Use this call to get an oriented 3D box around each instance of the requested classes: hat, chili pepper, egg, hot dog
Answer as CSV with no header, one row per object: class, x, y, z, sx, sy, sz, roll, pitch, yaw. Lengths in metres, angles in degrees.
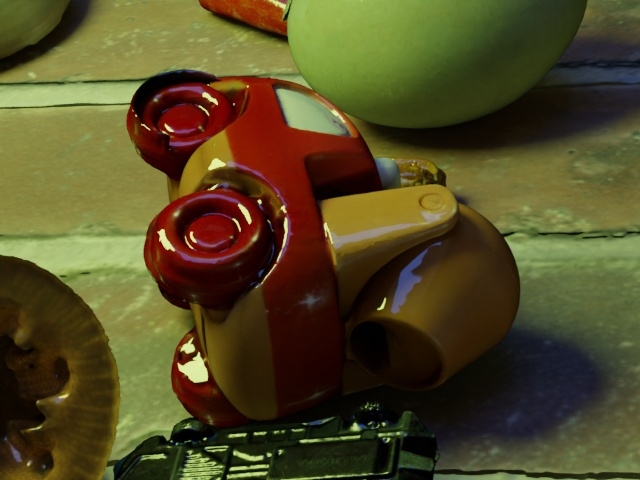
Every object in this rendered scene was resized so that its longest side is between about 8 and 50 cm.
hat,-0.275,0.120,1.143,0.233,0.244,0.233,11,-1,-18
chili pepper,-0.053,-0.231,1.622,0.272,0.063,0.071,26,48,38
egg,0.095,-0.187,1.406,0.253,0.187,0.186,-8,35,7
hot dog,0.014,-0.042,1.336,0.165,0.045,0.071,1,13,17

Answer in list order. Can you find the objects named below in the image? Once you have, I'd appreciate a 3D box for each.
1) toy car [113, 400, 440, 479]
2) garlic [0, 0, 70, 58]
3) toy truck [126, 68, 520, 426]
toy car,-0.031,0.158,1.064,0.216,0.063,0.103,-8,34,15
garlic,-0.384,-0.259,1.701,0.279,0.132,0.325,6,43,10
toy truck,0.000,0.000,1.172,0.239,0.189,0.265,-11,48,-8
